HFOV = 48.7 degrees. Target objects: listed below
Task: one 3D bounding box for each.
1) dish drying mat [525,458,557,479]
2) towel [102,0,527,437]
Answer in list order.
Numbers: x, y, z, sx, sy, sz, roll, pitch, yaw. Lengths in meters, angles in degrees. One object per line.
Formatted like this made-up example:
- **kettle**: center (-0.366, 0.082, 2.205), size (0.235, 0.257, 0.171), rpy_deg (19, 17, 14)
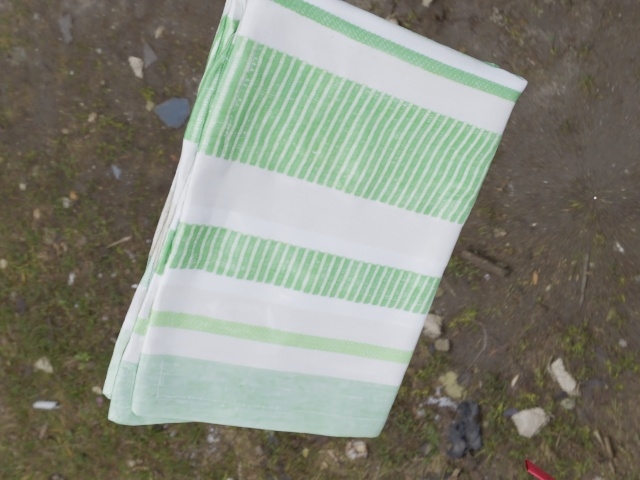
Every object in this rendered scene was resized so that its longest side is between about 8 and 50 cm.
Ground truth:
- **dish drying mat**: center (0.372, 0.392, 1.162), size (0.083, 0.032, 0.008), rpy_deg (35, 104, -3)
- **towel**: center (0.000, 0.000, 0.522), size (0.038, 0.248, 0.324), rpy_deg (43, 117, 59)
